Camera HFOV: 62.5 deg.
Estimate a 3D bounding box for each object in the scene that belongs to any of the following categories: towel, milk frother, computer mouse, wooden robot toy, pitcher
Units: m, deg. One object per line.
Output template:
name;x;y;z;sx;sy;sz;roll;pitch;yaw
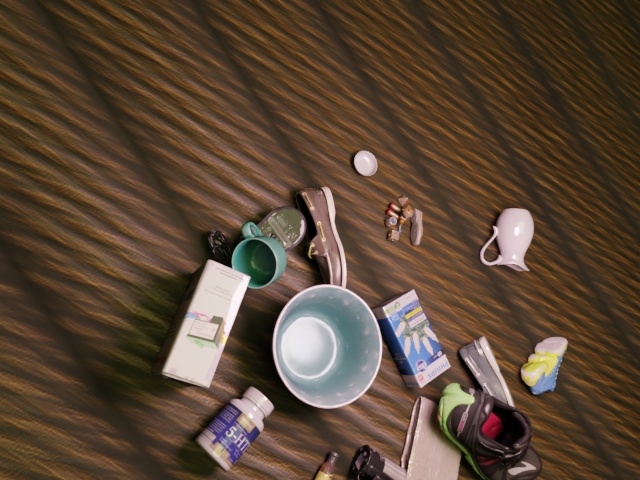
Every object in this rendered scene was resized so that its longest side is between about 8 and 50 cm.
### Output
towel;0.335;0.628;1.560;0.187;0.049;0.283;26;67;-18
milk frother;0.143;0.664;1.445;0.134;0.129;0.143;36;108;-12
computer mouse;-0.165;0.000;1.479;0.272;0.072;0.189;-32;94;-15
wooden robot toy;0.258;-0.084;1.684;0.076;0.079;0.173;33;65;-14
pitcher;0.645;-0.006;1.830;0.177;0.125;0.207;8;85;-7

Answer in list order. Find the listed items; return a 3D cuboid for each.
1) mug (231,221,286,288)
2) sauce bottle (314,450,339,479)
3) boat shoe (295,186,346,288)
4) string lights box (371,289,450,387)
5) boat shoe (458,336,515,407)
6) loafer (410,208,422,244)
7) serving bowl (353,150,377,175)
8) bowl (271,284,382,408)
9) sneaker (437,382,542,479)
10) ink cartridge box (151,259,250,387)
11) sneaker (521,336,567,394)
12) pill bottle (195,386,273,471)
mug;-0.150;0.039;1.374;0.129;0.097;0.158;17;101;15
sauce bottle;0.011;0.629;1.411;0.042;0.042;0.128;36;67;-13
boat shoe;0.000;0.000;1.527;0.096;0.116;0.325;-5;75;-21
string lights box;0.272;0.296;1.596;0.133;0.076;0.260;-25;89;-29
boat shoe;0.542;0.465;1.687;0.098;0.116;0.320;-23;96;15
loafer;0.319;-0.043;1.724;0.039;0.045;0.125;11;70;-29
serving bowl;0.140;-0.244;1.698;0.083;0.027;0.084;6;75;-23
bowl;-0.008;0.285;1.421;0.311;0.163;0.312;7;74;-24
sneaker;0.528;0.592;1.539;0.482;0.202;0.185;43;59;-29
ink cartridge box;-0.294;0.208;1.286;0.117;0.201;0.279;25;68;-17
sneaker;0.769;0.432;1.801;0.240;0.091;0.126;-30;109;-28
pill bottle;-0.208;0.462;1.313;0.112;0.112;0.187;48;63;-7
